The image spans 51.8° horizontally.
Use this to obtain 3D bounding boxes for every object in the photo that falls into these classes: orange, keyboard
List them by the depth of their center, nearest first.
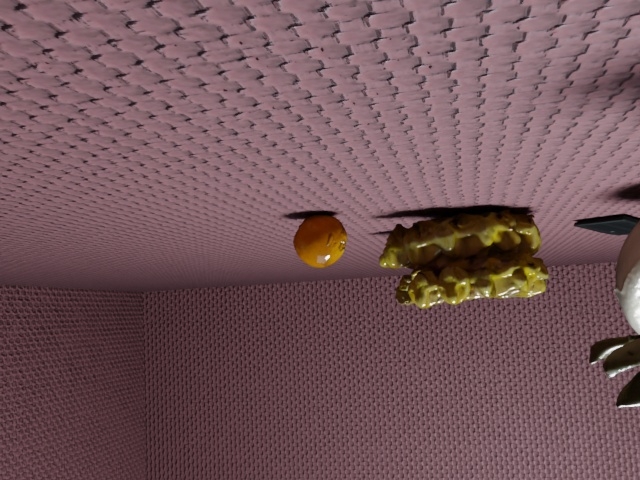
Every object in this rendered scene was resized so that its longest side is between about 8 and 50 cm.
[{"bbox_3d":[0.000,-0.001,0.986,0.083,0.084,0.083,-3,173,0],"label":"orange"},{"bbox_3d":[0.620,-0.019,1.326,0.103,0.041,0.381,-7,166,39],"label":"keyboard"}]

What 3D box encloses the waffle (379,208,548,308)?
[{"bbox_3d":[0.235,0.037,1.117,0.261,0.151,0.324,-8,177,3],"label":"waffle"}]

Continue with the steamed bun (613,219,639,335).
[{"bbox_3d":[0.559,0.038,0.903,0.283,0.283,0.177,-7,-146,32],"label":"steamed bun"}]

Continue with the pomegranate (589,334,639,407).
[{"bbox_3d":[0.369,0.025,0.501,0.340,0.260,0.260,-30,169,6],"label":"pomegranate"}]
